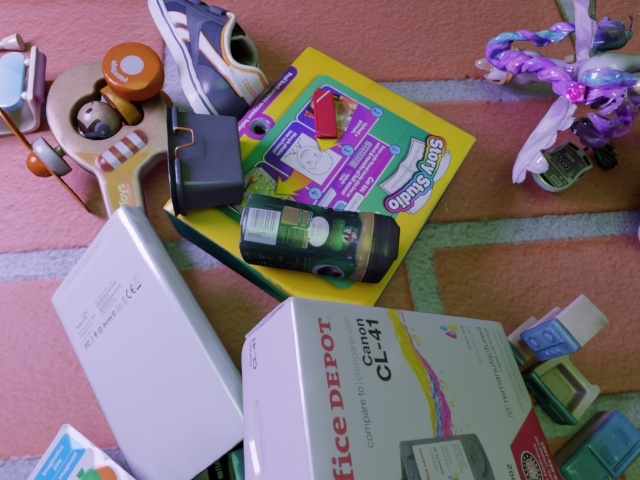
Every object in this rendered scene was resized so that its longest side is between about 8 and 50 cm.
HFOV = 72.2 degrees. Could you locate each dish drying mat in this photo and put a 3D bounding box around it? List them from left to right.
[{"bbox_3d":[0.007,-0.188,0.650,0.032,0.008,0.084,-2,68,-6],"label":"dish drying mat"}]

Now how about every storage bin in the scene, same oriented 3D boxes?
[{"bbox_3d":[-0.149,-0.107,0.570,0.090,0.098,0.135,-5,69,-15],"label":"storage bin"}]

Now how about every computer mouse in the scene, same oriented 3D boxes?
[{"bbox_3d":[0.423,-0.135,0.754,0.192,0.042,0.106,-29,77,-20],"label":"computer mouse"}]

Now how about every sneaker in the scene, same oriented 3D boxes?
[{"bbox_3d":[-0.181,-0.320,0.729,0.127,0.126,0.321,-31,65,5],"label":"sneaker"}]

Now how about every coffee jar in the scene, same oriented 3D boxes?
[{"bbox_3d":[0.000,0.000,0.529,0.184,0.096,0.079,10,72,0],"label":"coffee jar"}]

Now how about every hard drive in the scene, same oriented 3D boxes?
[{"bbox_3d":[-0.216,0.139,0.540,0.203,0.040,0.308,-43,72,23],"label":"hard drive"}]

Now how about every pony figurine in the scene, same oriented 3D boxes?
[{"bbox_3d":[0.416,-0.240,0.659,0.363,0.303,0.351,15,25,14],"label":"pony figurine"}]

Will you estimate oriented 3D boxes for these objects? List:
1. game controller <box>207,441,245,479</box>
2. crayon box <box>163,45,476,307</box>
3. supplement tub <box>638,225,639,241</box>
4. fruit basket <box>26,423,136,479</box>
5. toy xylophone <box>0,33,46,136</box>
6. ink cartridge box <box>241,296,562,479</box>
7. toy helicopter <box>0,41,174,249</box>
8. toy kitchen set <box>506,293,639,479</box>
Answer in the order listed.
[{"bbox_3d":[-0.038,0.326,0.519,0.166,0.067,0.320,-14,68,-9],"label":"game controller"},{"bbox_3d":[0.010,-0.082,0.671,0.313,0.106,0.363,33,70,9],"label":"crayon box"},{"bbox_3d":[0.599,-0.065,0.676,0.144,0.144,0.200,39,71,12],"label":"supplement tub"},{"bbox_3d":[-0.237,0.416,0.416,0.352,0.165,0.327,26,76,17],"label":"fruit basket"},{"bbox_3d":[-0.609,-0.257,0.720,0.322,0.081,0.237,-16,69,-10],"label":"toy xylophone"},{"bbox_3d":[0.085,0.197,0.463,0.306,0.131,0.226,12,53,-30],"label":"ink cartridge box"},{"bbox_3d":[-0.318,-0.103,0.651,0.234,0.140,0.356,-14,79,-14],"label":"toy helicopter"},{"bbox_3d":[0.317,0.198,0.538,0.122,0.166,0.207,-33,73,-16],"label":"toy kitchen set"}]
